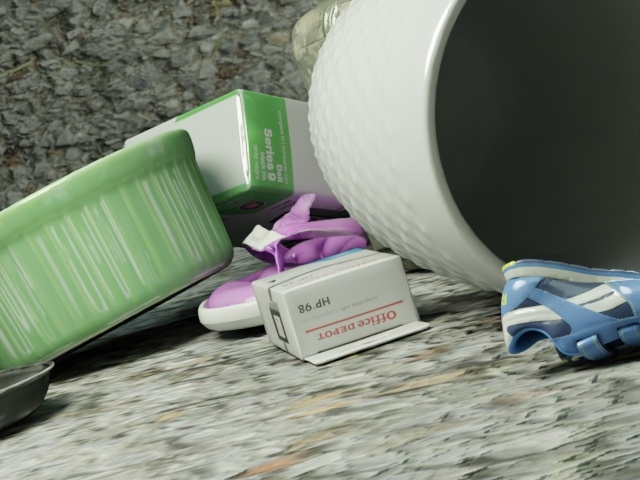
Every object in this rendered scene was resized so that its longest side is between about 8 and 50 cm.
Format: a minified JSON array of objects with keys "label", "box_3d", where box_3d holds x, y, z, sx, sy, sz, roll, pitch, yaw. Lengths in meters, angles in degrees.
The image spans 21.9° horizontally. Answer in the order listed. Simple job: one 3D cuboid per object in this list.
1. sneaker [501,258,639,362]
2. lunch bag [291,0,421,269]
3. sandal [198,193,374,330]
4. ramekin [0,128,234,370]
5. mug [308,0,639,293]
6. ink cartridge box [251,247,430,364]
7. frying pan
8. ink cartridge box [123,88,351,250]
[{"label":"sneaker","box_3d":[0.175,0.049,1.002,0.144,0.059,0.053,5,-15,33]},{"label":"lunch bag","box_3d":[0.145,-0.130,1.584,0.213,0.305,0.256,-22,4,-24]},{"label":"sandal","box_3d":[-0.014,0.004,1.710,0.169,0.102,0.416,-15,6,24]},{"label":"ramekin","box_3d":[-0.237,0.020,1.717,0.303,0.148,0.303,-29,0,0]},{"label":"mug","box_3d":[0.176,-0.086,1.299,0.374,0.276,0.328,18,-3,-22]},{"label":"ink cartridge box","box_3d":[0.014,0.051,1.370,0.104,0.060,0.180,-18,6,-12]},{"label":"frying pan","box_3d":[-0.354,0.154,1.510,0.197,0.053,0.326,-20,4,-26]},{"label":"ink cartridge box","box_3d":[-0.049,-0.073,1.930,0.289,0.121,0.211,6,-19,-44]}]
